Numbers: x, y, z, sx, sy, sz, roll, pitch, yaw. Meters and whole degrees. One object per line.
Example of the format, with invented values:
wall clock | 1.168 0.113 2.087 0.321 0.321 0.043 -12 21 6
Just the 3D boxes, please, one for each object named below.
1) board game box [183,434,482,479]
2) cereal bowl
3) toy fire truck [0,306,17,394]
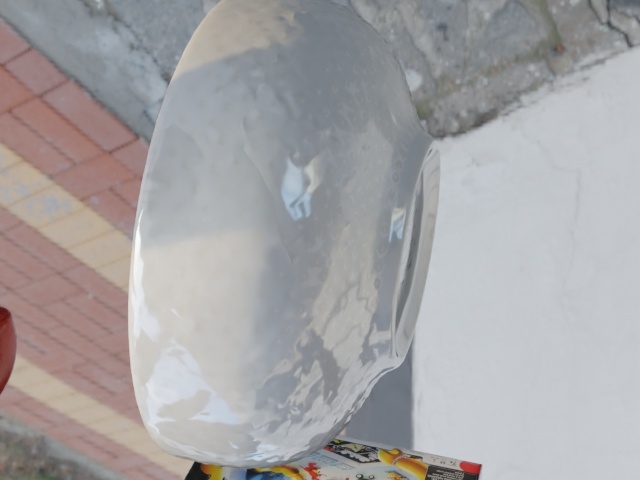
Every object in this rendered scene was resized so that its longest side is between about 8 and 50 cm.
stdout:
board game box | 0.004 0.286 1.006 0.305 0.193 0.053 8 122 14
cereal bowl | 0.000 0.000 0.669 0.141 0.339 0.339 10 143 13
toy fire truck | -0.301 0.018 0.729 0.158 0.246 0.217 6 118 25
